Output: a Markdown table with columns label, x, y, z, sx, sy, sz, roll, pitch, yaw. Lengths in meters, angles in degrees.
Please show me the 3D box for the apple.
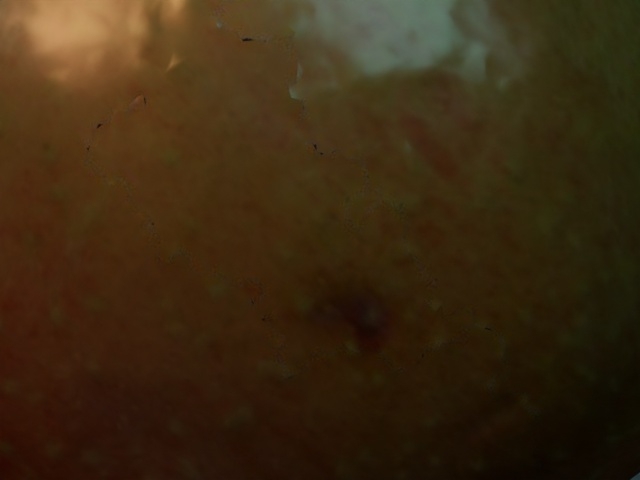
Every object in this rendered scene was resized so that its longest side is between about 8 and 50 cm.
| label | x | y | z | sx | sy | sz | roll | pitch | yaw |
| --- | --- | --- | --- | --- | --- | --- | --- | --- | --- |
| apple | 0.000 | 0.000 | 0.472 | 0.319 | 0.319 | 0.277 | -25 | 61 | -41 |
